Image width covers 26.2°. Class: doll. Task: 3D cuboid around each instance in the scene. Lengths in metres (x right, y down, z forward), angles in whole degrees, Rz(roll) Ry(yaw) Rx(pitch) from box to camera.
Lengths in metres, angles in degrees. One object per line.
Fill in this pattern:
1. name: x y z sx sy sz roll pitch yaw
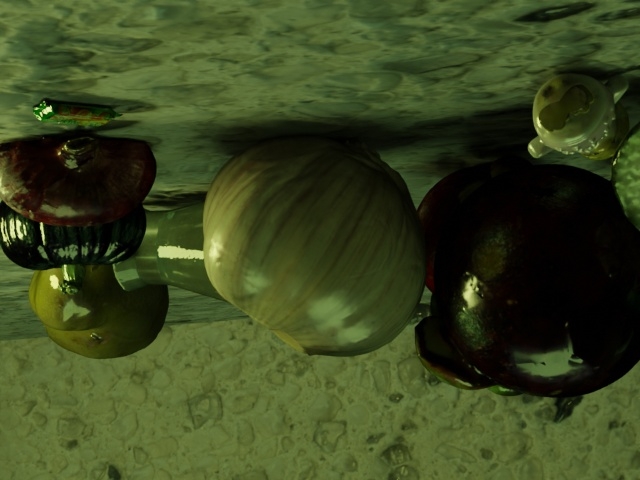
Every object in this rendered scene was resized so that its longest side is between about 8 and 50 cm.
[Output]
1. doll: 0.286 -0.131 1.501 0.129 0.081 0.207 -39 160 16

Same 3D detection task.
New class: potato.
1. potato: -0.365 0.085 2.258 0.218 0.202 0.351 -15 163 0

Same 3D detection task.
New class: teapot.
1. teapot: -0.173 0.006 2.014 0.225 0.171 0.203 1 -163 16

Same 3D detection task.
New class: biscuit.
1. biscuit: -0.260 -0.134 1.466 0.089 0.016 0.046 2 169 -34

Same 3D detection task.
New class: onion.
1. onion: -0.289 -0.066 1.631 0.206 0.098 0.151 0 172 -20

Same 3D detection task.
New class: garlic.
1. garlic: 0.000 0.000 1.681 0.317 0.259 0.317 34 170 6

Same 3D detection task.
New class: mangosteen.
1. mangosteen: 0.235 -0.016 1.875 0.215 0.215 0.257 -2 153 -12
2. mangosteen: 0.269 0.057 1.665 0.311 0.311 0.311 -4 171 -1

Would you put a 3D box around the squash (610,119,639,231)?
1. squash: 0.491 -0.072 1.528 0.309 0.210 0.233 -5 129 -30

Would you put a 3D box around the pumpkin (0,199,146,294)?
1. pumpkin: -0.324 -0.023 1.788 0.194 0.150 0.194 5 -156 -2

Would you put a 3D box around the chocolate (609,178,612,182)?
1. chocolate: 0.617 0.009 1.860 0.331 0.383 0.384 -19 176 -18
